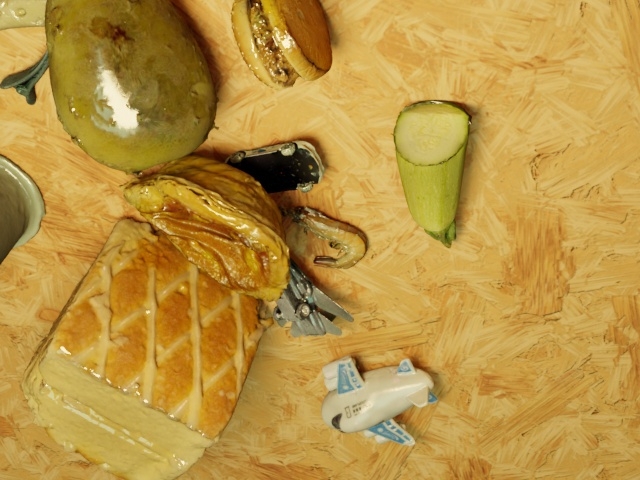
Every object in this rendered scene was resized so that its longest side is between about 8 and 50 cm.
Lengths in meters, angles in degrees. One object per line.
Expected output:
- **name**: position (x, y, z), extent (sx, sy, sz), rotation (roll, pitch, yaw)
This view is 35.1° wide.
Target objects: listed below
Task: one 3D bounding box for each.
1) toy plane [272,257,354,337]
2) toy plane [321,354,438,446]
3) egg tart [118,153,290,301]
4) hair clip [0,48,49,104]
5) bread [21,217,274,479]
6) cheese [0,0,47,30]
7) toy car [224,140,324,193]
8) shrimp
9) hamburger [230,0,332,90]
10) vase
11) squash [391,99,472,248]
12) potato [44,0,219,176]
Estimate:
- **toy plane**: position (-0.067, 0.083, 1.973), extent (0.212, 0.088, 0.267), rotation (-8, 124, 44)
- **toy plane**: position (0.116, 0.331, 2.098), extent (0.266, 0.123, 0.267), rotation (7, 127, 9)
- **egg tart**: position (-0.177, -0.032, 1.830), extent (0.339, 0.153, 0.351), rotation (44, 159, -19)
- **hair clip**: position (-0.487, -0.325, 1.770), extent (0.070, 0.039, 0.229), rotation (31, 133, -20)
- **bread**: position (-0.332, 0.219, 1.943), extent (0.371, 0.390, 0.279), rotation (33, 134, -14)
- **cheese**: position (-0.499, -0.398, 1.741), extent (0.193, 0.043, 0.065), rotation (-2, 119, 14)
- **toy car**: position (-0.088, -0.131, 1.843), extent (0.204, 0.056, 0.095), rotation (-5, 126, 34)
- **shrimp**: position (0.000, -0.001, 1.940), extent (0.178, 0.034, 0.124), rotation (21, 132, -11)
- **hamburger**: position (-0.066, -0.325, 1.620), extent (0.118, 0.191, 0.182), rotation (-26, 136, 25)
- **vase**: position (-0.689, -0.009, 1.899), extent (0.244, 0.291, 0.245), rotation (5, 124, 8)
- **squash**: position (0.191, -0.092, 1.784), extent (0.137, 0.137, 0.288), rotation (4, 128, 7)
- **potato**: position (-0.332, -0.286, 1.667), extent (0.269, 0.219, 0.359), rotation (-35, 112, -20)
